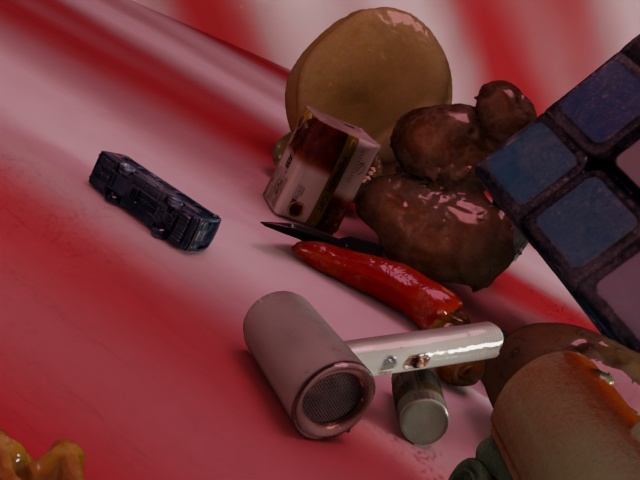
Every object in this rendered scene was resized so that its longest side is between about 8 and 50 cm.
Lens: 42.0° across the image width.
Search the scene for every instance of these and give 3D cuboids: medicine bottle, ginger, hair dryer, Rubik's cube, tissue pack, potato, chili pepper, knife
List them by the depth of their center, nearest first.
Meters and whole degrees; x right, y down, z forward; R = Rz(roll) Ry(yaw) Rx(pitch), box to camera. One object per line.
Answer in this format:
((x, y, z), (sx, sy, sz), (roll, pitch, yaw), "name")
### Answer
((0.061, 0.090, 0.737), (0.237, 0.073, 0.131), (-7, 29, -23), "hair dryer")
((0.090, 0.146, 0.766), (0.047, 0.047, 0.083), (24, 15, -8), "medicine bottle")
((0.273, 0.176, 0.783), (0.262, 0.165, 0.165), (26, 15, 21), "potato")
((0.459, -0.014, 1.022), (0.359, 0.362, 0.363), (43, 16, -47), "Rubik's cube")
((0.091, 0.058, 1.024), (0.272, 0.063, 0.071), (27, 3, 12), "chili pepper")
((0.000, 0.000, 1.086), (0.060, 0.028, 0.230), (-2, -11, 37), "knife")
((0.000, -0.101, 1.205), (0.106, 0.148, 0.099), (19, 18, -25), "tissue pack")
((0.189, -0.092, 1.218), (0.245, 0.304, 0.155), (16, 4, 25), "ginger")

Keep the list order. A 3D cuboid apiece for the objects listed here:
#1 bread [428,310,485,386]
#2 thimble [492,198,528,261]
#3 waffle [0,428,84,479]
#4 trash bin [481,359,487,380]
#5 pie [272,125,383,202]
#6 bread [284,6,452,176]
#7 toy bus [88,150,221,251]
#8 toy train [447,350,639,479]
((0.146, 0.120, 0.918), (0.066, 0.060, 0.110), (54, 12, -14), "bread")
((0.243, -0.054, 1.361), (0.235, 0.198, 0.143), (51, 23, 23), "thimble")
((-0.126, 0.173, 0.340), (0.249, 0.056, 0.253), (32, 18, 19), "waffle")
((0.215, 0.152, 0.955), (0.061, 0.043, 0.092), (20, 14, -20), "trash bin")
((0.014, -0.133, 1.374), (0.187, 0.041, 0.186), (7, 51, -8), "pie")
((0.094, -0.263, 1.545), (0.321, 0.320, 0.237), (24, -5, -10), "bread")
((-0.185, -0.045, 0.935), (0.166, 0.047, 0.065), (33, 14, 23), "toy bus")
((0.171, 0.187, 0.532), (0.116, 0.177, 0.285), (24, 16, -11), "toy train")
